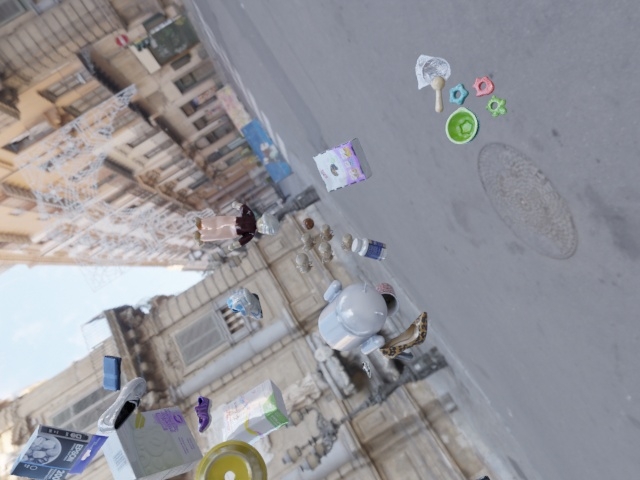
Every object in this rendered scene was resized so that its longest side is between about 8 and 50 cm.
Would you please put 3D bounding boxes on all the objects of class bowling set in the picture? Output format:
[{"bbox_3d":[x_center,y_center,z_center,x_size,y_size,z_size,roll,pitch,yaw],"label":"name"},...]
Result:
[{"bbox_3d":[0.000,0.000,2.087,0.154,0.286,0.200,73,175,-63],"label":"bowling set"}]

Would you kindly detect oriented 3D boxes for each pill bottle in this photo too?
[{"bbox_3d":[0.178,0.030,1.694,0.120,0.067,0.067,15,-169,-15],"label":"pill bottle"}]

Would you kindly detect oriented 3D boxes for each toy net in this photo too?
[{"bbox_3d":[0.267,-0.310,0.954,0.045,0.122,0.232,-11,-119,-44],"label":"toy net"}]

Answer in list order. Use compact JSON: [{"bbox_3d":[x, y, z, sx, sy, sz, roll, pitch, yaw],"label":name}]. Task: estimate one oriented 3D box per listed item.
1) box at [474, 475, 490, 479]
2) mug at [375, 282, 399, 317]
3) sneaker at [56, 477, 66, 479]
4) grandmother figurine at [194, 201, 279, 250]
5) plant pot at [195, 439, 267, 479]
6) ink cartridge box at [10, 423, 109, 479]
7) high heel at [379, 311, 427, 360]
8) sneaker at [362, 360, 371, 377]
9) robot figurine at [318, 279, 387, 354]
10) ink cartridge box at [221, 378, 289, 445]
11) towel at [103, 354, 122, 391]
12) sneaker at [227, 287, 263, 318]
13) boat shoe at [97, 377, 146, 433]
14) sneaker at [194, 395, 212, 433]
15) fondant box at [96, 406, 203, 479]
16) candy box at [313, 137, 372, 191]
[{"bbox_3d":[0.407,0.781,1.289,0.051,0.220,0.175,56,-171,-45],"label":"box"},{"bbox_3d":[0.271,0.247,2.073,0.150,0.113,0.169,30,-166,-2],"label":"mug"},{"bbox_3d":[-0.724,0.665,1.155,0.292,0.118,0.110,131,118,-80],"label":"sneaker"},{"bbox_3d":[-0.336,-0.060,1.916,0.104,0.341,0.208,49,-141,-80],"label":"grandmother figurine"},{"bbox_3d":[-0.303,0.807,1.589,0.254,0.253,0.239,57,159,20],"label":"plant pot"},{"bbox_3d":[-0.795,0.658,1.433,0.208,0.206,0.045,27,-159,-32],"label":"ink cartridge box"},{"bbox_3d":[0.387,0.436,2.169,0.186,0.262,0.093,16,-167,-24],"label":"high heel"},{"bbox_3d":[0.212,0.593,2.151,0.083,0.036,0.032,-101,10,-50],"label":"sneaker"},{"bbox_3d":[0.121,0.291,1.777,0.300,0.199,0.353,51,142,10],"label":"robot figurine"},{"bbox_3d":[-0.344,0.848,2.231,0.119,0.353,0.207,57,-179,-33],"label":"ink cartridge box"},{"bbox_3d":[-0.714,0.454,1.607,0.029,0.067,0.120,-17,-69,-70],"label":"towel"},{"bbox_3d":[-0.249,0.218,1.573,0.237,0.086,0.085,70,-178,-67],"label":"sneaker"},{"bbox_3d":[-0.524,0.445,1.277,0.184,0.063,0.066,-50,-51,-63],"label":"boat shoe"},{"bbox_3d":[-0.495,0.721,1.939,0.071,0.068,0.170,39,-163,-29],"label":"sneaker"},{"bbox_3d":[-0.619,0.755,1.723,0.238,0.096,0.330,50,-167,27],"label":"fondant box"},{"bbox_3d":[0.090,-0.306,1.915,0.070,0.196,0.165,-40,-70,-50],"label":"candy box"}]
